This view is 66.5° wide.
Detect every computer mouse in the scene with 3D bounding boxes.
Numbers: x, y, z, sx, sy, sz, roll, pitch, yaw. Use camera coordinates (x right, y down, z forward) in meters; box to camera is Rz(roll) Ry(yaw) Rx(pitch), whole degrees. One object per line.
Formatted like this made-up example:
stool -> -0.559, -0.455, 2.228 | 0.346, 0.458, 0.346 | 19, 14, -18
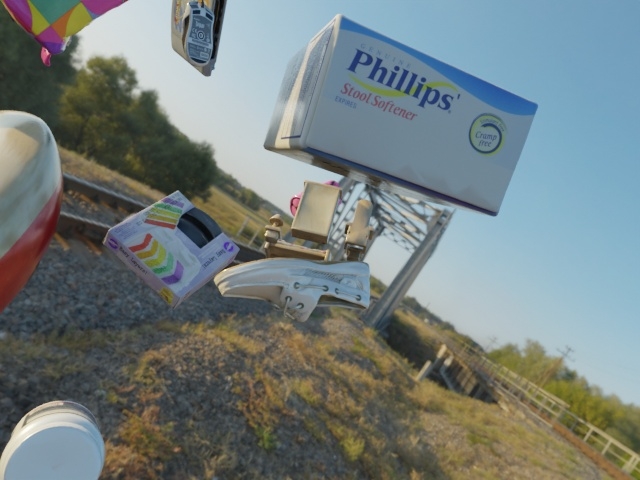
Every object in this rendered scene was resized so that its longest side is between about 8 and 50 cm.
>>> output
computer mouse -> -0.269, -0.477, 1.056 | 0.042, 0.193, 0.106 | 17, 11, 41

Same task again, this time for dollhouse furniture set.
dollhouse furniture set -> 0.000, 0.000, 1.499 | 0.302, 0.174, 0.356 | 13, -30, 5

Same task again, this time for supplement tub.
supplement tub -> -0.572, 0.460, 1.053 | 0.191, 0.191, 0.272 | 34, -22, -19

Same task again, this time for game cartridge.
game cartridge -> -0.364, -0.666, 1.439 | 0.198, 0.297, 0.062 | 39, 41, 21

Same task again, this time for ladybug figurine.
ladybug figurine -> -0.475, -0.011, 0.625 | 0.450, 0.304, 0.162 | -92, 168, -47

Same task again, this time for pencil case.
pencil case -> -0.249, -0.309, 0.548 | 0.104, 0.236, 0.104 | 47, -8, 9
pencil case -> -0.007, -0.125, 1.569 | 0.098, 0.095, 0.209 | 40, 42, 16

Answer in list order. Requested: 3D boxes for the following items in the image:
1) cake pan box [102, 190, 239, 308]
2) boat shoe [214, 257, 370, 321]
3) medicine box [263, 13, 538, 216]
cake pan box -> -0.376, 0.014, 1.277 | 0.246, 0.070, 0.267 | 45, 40, 1
boat shoe -> -0.035, 0.086, 0.811 | 0.276, 0.096, 0.098 | 0, -19, -23
medicine box -> 0.082, -0.155, 0.671 | 0.263, 0.149, 0.289 | 16, 6, -17
